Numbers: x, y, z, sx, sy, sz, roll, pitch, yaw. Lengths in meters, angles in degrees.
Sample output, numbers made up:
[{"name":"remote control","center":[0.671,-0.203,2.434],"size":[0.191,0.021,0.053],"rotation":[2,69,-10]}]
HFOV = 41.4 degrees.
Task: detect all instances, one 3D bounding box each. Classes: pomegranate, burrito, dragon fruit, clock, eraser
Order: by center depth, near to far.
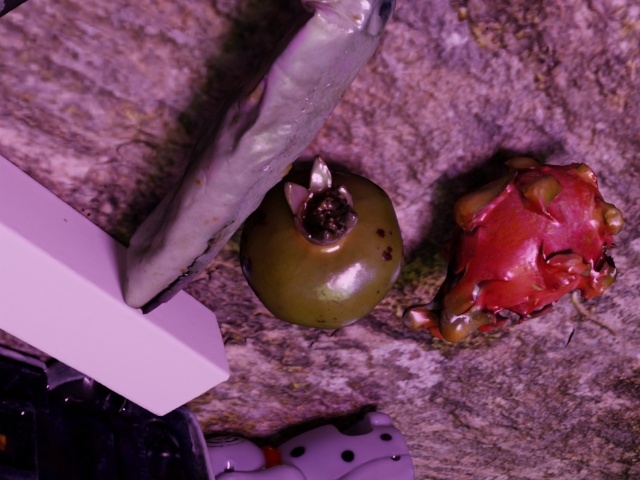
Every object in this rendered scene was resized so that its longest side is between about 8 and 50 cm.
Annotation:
[{"name":"burrito","center":[-0.051,-0.063,0.579],"size":[0.066,0.096,0.309],"rotation":[31,123,-12]},{"name":"pomegranate","center":[-0.007,0.002,0.644],"size":[0.129,0.129,0.159],"rotation":[-34,155,14]},{"name":"eraser","center":[-0.189,0.040,0.654],"size":[0.078,0.076,0.298],"rotation":[-31,139,12]},{"name":"dragon fruit","center":[0.158,0.017,0.734],"size":[0.208,0.133,0.150],"rotation":[-39,141,15]},{"name":"clock","center":[-0.042,0.283,0.929],"size":[0.254,0.188,0.188],"rotation":[1,135,-16]}]

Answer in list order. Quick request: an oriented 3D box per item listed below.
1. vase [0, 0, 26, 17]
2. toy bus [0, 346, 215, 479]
[{"name":"vase","center":[-0.140,-0.175,0.449],"size":[0.211,0.060,0.060],"rotation":[-29,139,9]},{"name":"toy bus","center":[-0.307,0.218,0.696],"size":[0.249,0.209,0.440],"rotation":[-39,137,20]}]
